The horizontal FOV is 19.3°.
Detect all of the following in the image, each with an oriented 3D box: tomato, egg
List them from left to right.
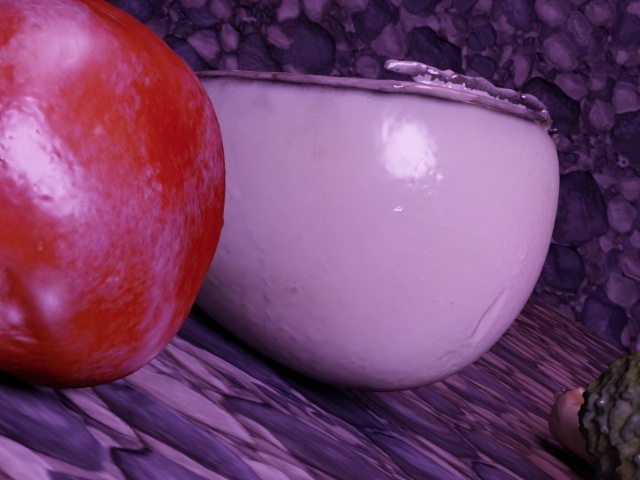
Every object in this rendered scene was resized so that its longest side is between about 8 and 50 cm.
[{"bbox_3d":[-0.118,-0.024,0.729,0.187,0.151,0.187,36,7,-5],"label":"tomato"},{"bbox_3d":[-0.002,-0.001,1.124,0.286,0.174,0.264,3,-10,37],"label":"egg"}]

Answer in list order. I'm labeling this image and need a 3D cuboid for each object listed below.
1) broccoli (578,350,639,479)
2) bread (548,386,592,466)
[{"bbox_3d":[0.313,0.158,1.241,0.302,0.186,0.254,9,-7,-28],"label":"broccoli"},{"bbox_3d":[0.310,0.209,1.478,0.316,0.054,0.316,31,5,-3],"label":"bread"}]
